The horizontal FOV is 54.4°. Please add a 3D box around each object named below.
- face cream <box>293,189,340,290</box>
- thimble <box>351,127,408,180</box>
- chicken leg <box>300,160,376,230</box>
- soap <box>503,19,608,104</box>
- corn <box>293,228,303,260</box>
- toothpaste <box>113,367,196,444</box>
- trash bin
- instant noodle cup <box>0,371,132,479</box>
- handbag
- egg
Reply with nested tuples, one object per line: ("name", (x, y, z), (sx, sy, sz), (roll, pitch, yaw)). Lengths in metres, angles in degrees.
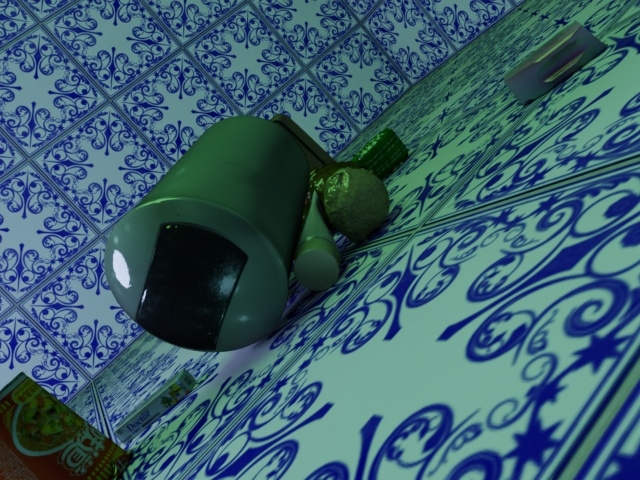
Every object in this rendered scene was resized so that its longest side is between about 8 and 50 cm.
("face cream", (0.000, 0.000, 1.033), (0.070, 0.114, 0.224), (-9, 22, 7))
("thimble", (0.140, -0.200, 1.494), (0.130, 0.090, 0.118), (-38, 10, 27))
("chicken leg", (0.019, -0.091, 1.298), (0.212, 0.140, 0.361), (-32, 6, 10))
("soap", (0.367, -0.282, 0.981), (0.149, 0.056, 0.100), (-37, 11, 29))
("corn", (-0.160, 0.031, 1.344), (0.318, 0.115, 0.115), (-22, -3, -29))
("toothpaste", (-0.289, 0.289, 1.088), (0.164, 0.034, 0.046), (-40, 8, 11))
("trash bin", (-0.166, -0.019, 1.048), (0.280, 0.280, 0.432), (-37, 20, 27))
("instant noodle cup", (-0.427, 0.317, 0.941), (0.193, 0.212, 0.193), (-40, 8, 7))
("handbag", (-0.073, -0.193, 1.758), (0.149, 0.302, 0.283), (-39, 14, 28))
("egg", (0.058, -0.062, 1.042), (0.118, 0.116, 0.140), (-65, -25, -11))
